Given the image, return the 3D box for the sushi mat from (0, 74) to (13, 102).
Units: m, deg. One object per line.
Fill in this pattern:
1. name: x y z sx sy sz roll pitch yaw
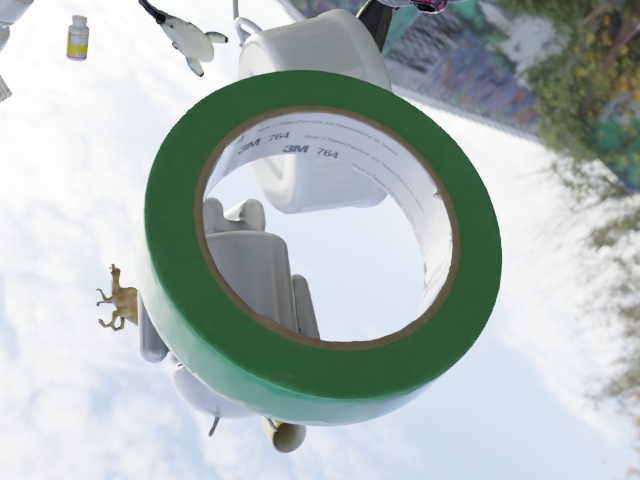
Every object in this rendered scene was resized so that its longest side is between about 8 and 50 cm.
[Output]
1. sushi mat: -0.527 -0.212 1.421 0.019 0.151 0.316 50 169 2

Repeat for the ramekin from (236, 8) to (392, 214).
1. ramekin: -0.015 -0.167 1.370 0.135 0.277 0.277 -13 -132 -21

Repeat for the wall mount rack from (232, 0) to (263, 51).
1. wall mount rack: -0.088 -0.358 1.920 0.304 0.130 0.350 40 165 26

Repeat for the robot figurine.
1. robot figurine: -0.134 0.116 1.520 0.300 0.200 0.353 0 -105 -29

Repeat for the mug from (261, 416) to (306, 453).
1. mug: -0.063 0.290 1.601 0.062 0.078 0.064 -7 -160 -27

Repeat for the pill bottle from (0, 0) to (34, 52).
1. pill bottle: -0.717 -0.383 1.884 0.204 0.361 0.204 42 -161 -19

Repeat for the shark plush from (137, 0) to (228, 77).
1. shark plush: -0.213 -0.299 1.475 0.161 0.073 0.067 19 -167 -45

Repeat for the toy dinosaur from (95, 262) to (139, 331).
1. toy dinosaur: -0.365 0.133 1.877 0.183 0.092 0.053 56 -170 3

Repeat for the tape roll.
1. tape roll: 0.000 0.000 0.892 0.321 0.077 0.321 8 -119 -14

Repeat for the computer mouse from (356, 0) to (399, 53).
1. computer mouse: 0.081 -0.377 1.840 0.072 0.272 0.188 17 174 8

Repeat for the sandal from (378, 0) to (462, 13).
1. sandal: 0.143 -0.344 1.428 0.179 0.040 0.067 5 161 46

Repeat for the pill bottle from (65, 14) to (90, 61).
1. pill bottle: -0.470 -0.393 1.948 0.043 0.083 0.043 10 -151 -6
